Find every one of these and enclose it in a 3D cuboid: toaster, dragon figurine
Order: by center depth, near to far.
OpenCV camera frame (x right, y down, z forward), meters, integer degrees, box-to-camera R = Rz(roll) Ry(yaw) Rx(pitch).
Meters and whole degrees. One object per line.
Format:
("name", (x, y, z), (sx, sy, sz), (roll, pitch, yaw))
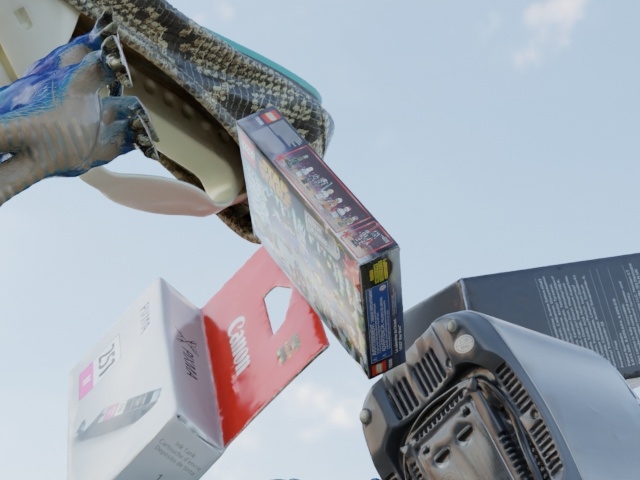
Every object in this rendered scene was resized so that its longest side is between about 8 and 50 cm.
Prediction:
("dragon figurine", (-0.174, -0.069, 0.899), (0.144, 0.289, 0.085), (-18, -71, -2))
("toaster", (0.136, 0.152, 0.937), (0.146, 0.227, 0.129), (11, -51, -41))

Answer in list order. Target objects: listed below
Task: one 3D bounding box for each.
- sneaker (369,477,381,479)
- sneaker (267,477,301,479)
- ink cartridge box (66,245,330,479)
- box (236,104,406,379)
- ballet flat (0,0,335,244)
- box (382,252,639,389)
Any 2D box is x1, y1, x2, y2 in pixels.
("sneaker", (0.099, 0.197, 1.243), (0.135, 0.052, 0.058), (-18, -65, 4))
("sneaker", (-0.103, 0.244, 1.193), (0.319, 0.208, 0.127), (30, -51, -6))
("ink cartridge box", (-0.111, 0.099, 1.286), (0.060, 0.275, 0.239), (39, -79, -20))
("box", (0.000, 0.000, 0.866), (0.027, 0.137, 0.094), (-25, -43, -18))
("ballet flat", (-0.174, -0.138, 1.241), (0.164, 0.182, 0.483), (-9, -34, 44))
("box", (0.176, 0.091, 1.327), (0.207, 0.108, 0.153), (-6, -16, -30))
